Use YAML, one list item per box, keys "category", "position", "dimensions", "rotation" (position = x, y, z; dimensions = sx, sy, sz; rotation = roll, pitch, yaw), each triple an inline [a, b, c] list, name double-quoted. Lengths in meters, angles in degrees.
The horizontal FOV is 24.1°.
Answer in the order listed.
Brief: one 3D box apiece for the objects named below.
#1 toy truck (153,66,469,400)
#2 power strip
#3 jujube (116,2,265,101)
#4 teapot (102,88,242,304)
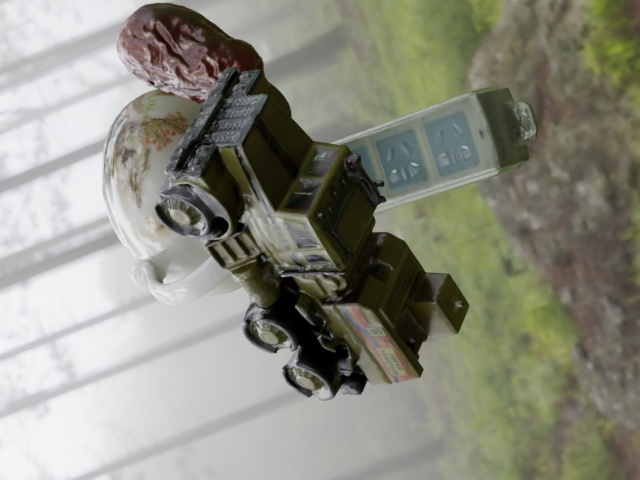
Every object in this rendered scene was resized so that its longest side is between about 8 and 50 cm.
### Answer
- category: "toy truck"
  position: [-0.005, -0.001, 1.074]
  dimensions: [0.257, 0.127, 0.127]
  rotation: [51, -130, -32]
- category: "power strip"
  position: [0.076, -0.072, 1.355]
  dimensions: [0.052, 0.272, 0.078]
  rotation: [-17, -89, -45]
- category: "jujube"
  position: [-0.107, -0.155, 1.253]
  dimensions: [0.077, 0.129, 0.077]
  rotation: [-56, -22, -36]
- category: "teapot"
  position: [-0.112, -0.043, 1.400]
  dimensions: [0.204, 0.139, 0.298]
  rotation: [50, -150, -35]
